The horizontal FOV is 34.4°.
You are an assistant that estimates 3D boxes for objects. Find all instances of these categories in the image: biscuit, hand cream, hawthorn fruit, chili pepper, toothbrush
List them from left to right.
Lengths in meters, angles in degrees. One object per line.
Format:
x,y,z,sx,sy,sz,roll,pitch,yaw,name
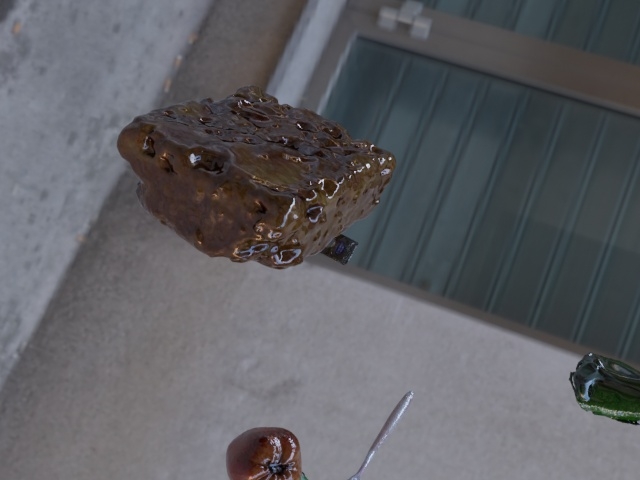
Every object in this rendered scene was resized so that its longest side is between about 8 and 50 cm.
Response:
-0.102,-0.109,1.715,0.395,0.343,0.166,-27,143,-54,biscuit
-0.101,0.385,1.783,0.138,0.133,0.133,-3,-118,63,hawthorn fruit
0.000,0.000,2.263,0.062,0.163,0.039,-58,150,-20,hand cream
0.118,0.418,2.135,0.029,0.025,0.307,-35,-169,50,toothbrush
0.512,0.243,1.679,0.062,0.216,0.108,84,25,-56,chili pepper

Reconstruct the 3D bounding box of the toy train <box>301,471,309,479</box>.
-0.031,0.559,1.951,0.188,0.132,0.243,-45,123,-26,toy train
